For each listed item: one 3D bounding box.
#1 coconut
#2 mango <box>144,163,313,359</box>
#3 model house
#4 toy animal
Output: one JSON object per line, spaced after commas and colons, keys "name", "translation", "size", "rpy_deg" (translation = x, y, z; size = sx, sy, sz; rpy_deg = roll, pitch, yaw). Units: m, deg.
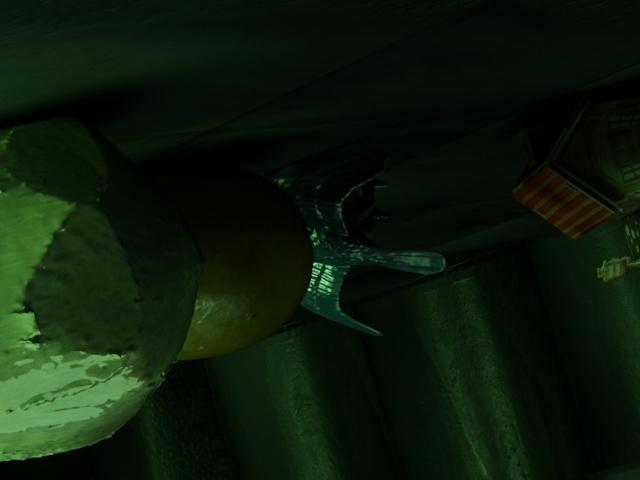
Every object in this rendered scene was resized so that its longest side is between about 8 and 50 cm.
{"name": "coconut", "translation": [-0.205, 0.033, 1.225], "size": [0.247, 0.245, 0.245], "rpy_deg": [-17, 174, -7]}
{"name": "mango", "translation": [-0.148, 0.021, 1.563], "size": [0.211, 0.173, 0.317], "rpy_deg": [-23, 164, 40]}
{"name": "model house", "translation": [0.307, -0.054, 1.910], "size": [0.154, 0.207, 0.294], "rpy_deg": [-12, 173, -6]}
{"name": "toy animal", "translation": [0.000, 0.000, 1.818], "size": [0.255, 0.239, 0.176], "rpy_deg": [26, -128, 29]}
